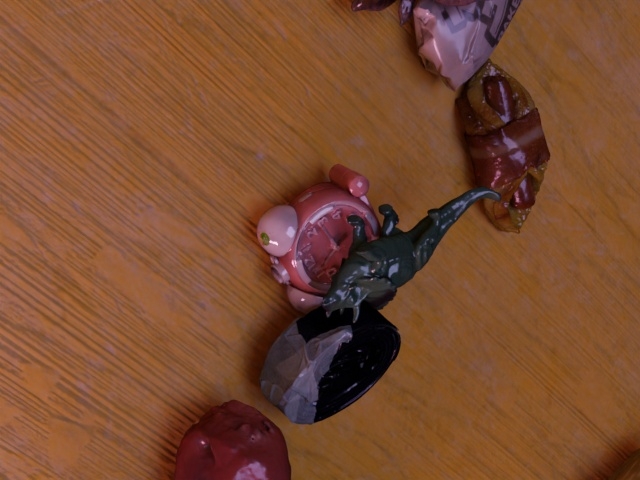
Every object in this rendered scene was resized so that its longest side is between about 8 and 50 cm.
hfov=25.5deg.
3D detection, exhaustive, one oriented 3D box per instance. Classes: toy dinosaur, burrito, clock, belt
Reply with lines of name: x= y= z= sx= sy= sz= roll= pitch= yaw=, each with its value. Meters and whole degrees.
toy dinosaur: x=0.104 y=-0.004 z=1.821 sx=0.292 sy=0.079 sz=0.120 roll=-46 pitch=129 yaw=-18
burrito: x=0.260 y=-0.419 z=1.983 sx=0.139 sy=0.101 sz=0.446 roll=37 pitch=76 yaw=-22
clock: x=0.000 y=0.000 z=1.857 sx=0.162 sy=0.092 sz=0.166 roll=-36 pitch=122 yaw=-18
belt: x=0.011 y=0.157 z=1.852 sx=0.198 sy=0.078 sz=0.151 roll=-30 pitch=142 yaw=-23

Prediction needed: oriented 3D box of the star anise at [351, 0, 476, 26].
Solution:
star anise: x=0.120 y=-0.382 z=1.871 sx=0.212 sy=0.073 sz=0.197 roll=-19 pitch=73 yaw=-15

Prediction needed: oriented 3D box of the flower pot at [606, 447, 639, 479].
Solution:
flower pot: x=0.534 y=0.424 z=2.253 sx=0.179 sy=0.195 sz=0.195 roll=-51 pitch=123 yaw=-35

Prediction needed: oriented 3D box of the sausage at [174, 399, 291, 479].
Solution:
sausage: x=-0.114 y=0.343 z=1.776 sx=0.152 sy=0.152 sz=0.280 roll=0 pitch=99 yaw=-36

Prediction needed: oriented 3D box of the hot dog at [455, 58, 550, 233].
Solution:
hot dog: x=0.272 y=-0.132 z=2.032 sx=0.123 sy=0.093 sz=0.262 roll=-31 pitch=113 yaw=-30
